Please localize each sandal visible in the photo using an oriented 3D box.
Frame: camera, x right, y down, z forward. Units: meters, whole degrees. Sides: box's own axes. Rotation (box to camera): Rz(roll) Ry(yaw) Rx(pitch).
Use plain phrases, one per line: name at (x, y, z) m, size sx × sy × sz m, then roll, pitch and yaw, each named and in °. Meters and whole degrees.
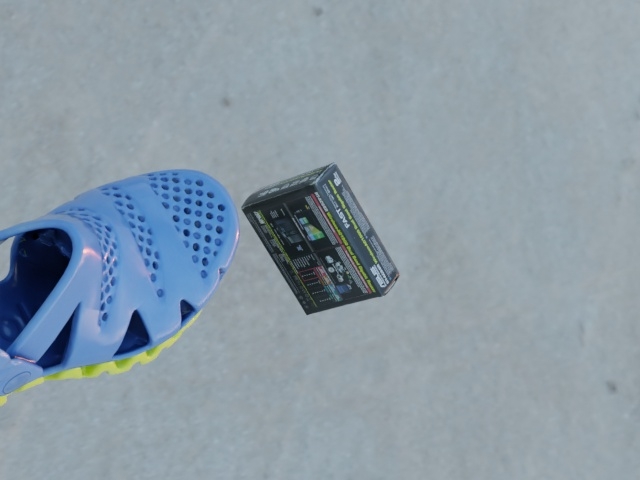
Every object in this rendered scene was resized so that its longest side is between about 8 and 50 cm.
sandal at (-0.174, 0.031, 0.904) m, size 0.317 × 0.138 × 0.126 m, roll -31°, pitch 76°, yaw -36°

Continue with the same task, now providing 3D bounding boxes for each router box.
router box at (0.000, 0.000, 1.196) m, size 0.122 × 0.092 × 0.038 m, roll 59°, pitch 43°, yaw -17°
